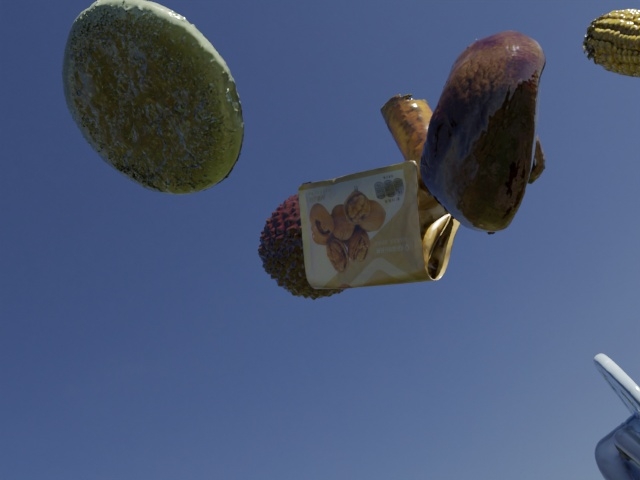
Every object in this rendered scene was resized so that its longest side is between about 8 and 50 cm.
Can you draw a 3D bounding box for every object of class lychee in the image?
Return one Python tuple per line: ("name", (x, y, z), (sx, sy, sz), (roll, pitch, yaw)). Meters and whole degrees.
("lychee", (0.000, 0.000, 1.956), (0.267, 0.267, 0.267), (-20, -30, -12))

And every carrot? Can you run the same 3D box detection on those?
("carrot", (0.224, -0.182, 1.792), (0.114, 0.302, 0.114), (-17, -30, -10))

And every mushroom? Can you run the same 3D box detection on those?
("mushroom", (0.184, -0.128, 0.991), (0.138, 0.231, 0.194), (6, -14, 19))

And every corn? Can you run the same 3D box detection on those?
("corn", (0.535, -0.289, 1.315), (0.115, 0.318, 0.115), (-13, -64, -28))

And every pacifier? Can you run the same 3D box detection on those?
("pacifier", (0.361, 0.185, 0.742), (0.207, 0.227, 0.279), (-40, -61, 3))

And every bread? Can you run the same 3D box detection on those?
("bread", (-0.213, -0.167, 1.066), (0.040, 0.267, 0.267), (-52, -5, -47))

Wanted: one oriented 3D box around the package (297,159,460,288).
("package", (0.125, -0.024, 1.665), (0.165, 0.221, 0.311), (-4, -4, -43))
